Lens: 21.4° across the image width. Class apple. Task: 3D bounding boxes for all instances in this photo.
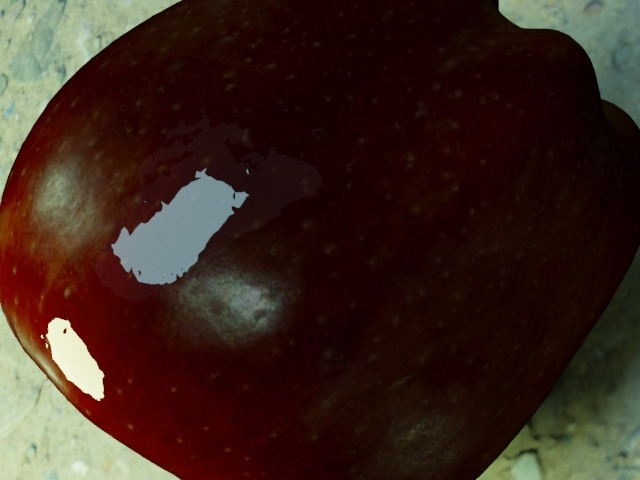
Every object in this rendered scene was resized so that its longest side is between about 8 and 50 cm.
[{"bbox_3d":[0.000,0.000,0.866,0.317,0.288,0.288,-41,43,2],"label":"apple"}]
